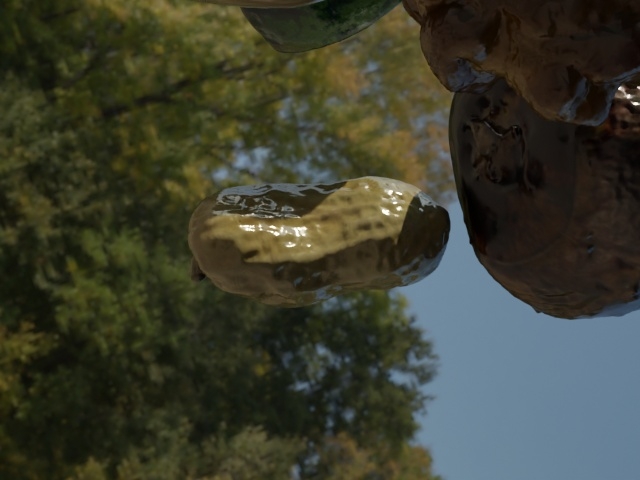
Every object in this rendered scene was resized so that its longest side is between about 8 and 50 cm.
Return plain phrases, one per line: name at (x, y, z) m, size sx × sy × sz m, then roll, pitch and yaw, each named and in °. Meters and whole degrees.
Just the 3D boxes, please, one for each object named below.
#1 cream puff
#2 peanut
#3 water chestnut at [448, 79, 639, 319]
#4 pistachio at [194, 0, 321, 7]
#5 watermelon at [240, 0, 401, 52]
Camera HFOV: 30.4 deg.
cream puff at (0.182, -0.223, 0.935) m, size 0.155 × 0.241 × 0.269 m, roll 41°, pitch 60°, yaw -68°
peanut at (-0.004, 0.003, 1.333) m, size 0.159 × 0.291 × 0.143 m, roll 108°, pitch -25°, yaw -74°
water chestnut at (0.309, -0.092, 1.272) m, size 0.350 × 0.302 × 0.350 m, roll 12°, pitch -74°, yaw 52°
pistachio at (-0.094, -0.314, 0.995) m, size 0.230 × 0.308 × 0.230 m, roll 11°, pitch 90°, yaw -83°
watermelon at (0.023, -0.410, 1.323) m, size 0.222 × 0.319 × 0.292 m, roll 22°, pitch -23°, yaw 48°
